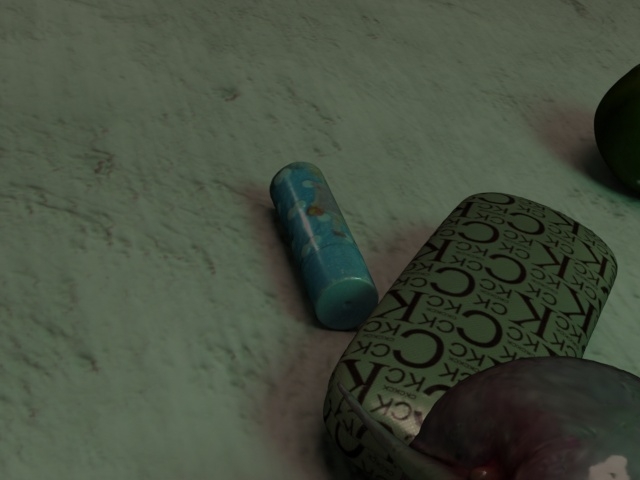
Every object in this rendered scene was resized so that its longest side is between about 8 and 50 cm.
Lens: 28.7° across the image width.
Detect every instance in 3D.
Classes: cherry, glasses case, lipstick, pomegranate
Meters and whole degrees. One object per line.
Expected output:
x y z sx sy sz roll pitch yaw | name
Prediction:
0.129 0.164 0.615 0.266 0.183 0.213 23 43 -12 | cherry
0.114 0.061 0.867 0.137 0.085 0.354 25 31 12 | glasses case
0.000 0.000 0.938 0.048 0.048 0.158 6 33 -21 | lipstick
0.361 -0.096 1.212 0.191 0.131 0.152 35 30 11 | pomegranate
